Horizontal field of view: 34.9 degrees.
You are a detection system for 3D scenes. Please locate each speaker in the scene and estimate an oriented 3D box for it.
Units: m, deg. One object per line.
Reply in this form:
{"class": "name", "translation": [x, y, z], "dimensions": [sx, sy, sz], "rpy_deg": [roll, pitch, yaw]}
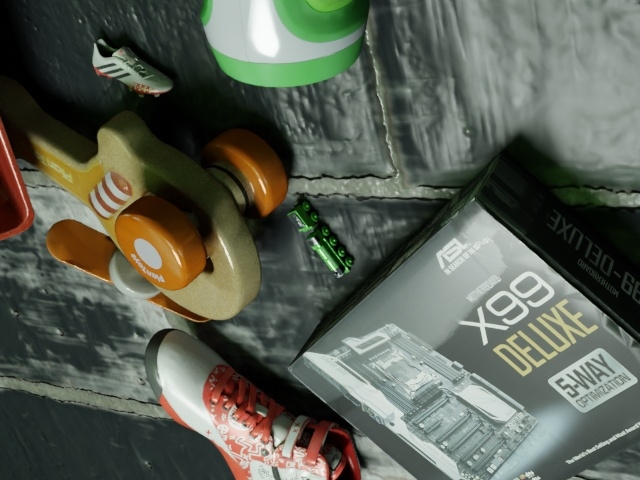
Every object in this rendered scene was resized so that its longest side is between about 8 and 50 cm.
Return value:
{"class": "speaker", "translation": [-0.032, -0.257, 0.673], "dimensions": [0.131, 0.131, 0.296], "rpy_deg": [13, 130, 22]}

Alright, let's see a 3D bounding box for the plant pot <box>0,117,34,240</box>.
{"class": "plant pot", "translation": [-0.454, -0.125, 0.931], "dimensions": [0.236, 0.267, 0.267], "rpy_deg": [44, 150, 48]}

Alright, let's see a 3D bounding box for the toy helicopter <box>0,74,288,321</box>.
{"class": "toy helicopter", "translation": [-0.201, -0.042, 0.978], "dimensions": [0.355, 0.140, 0.235], "rpy_deg": [33, 145, 19]}

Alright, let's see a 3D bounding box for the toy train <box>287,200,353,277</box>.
{"class": "toy train", "translation": [0.000, 0.000, 0.934], "dimensions": [0.017, 0.023, 0.083], "rpy_deg": [-25, 109, 42]}

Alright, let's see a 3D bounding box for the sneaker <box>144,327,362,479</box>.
{"class": "sneaker", "translation": [-0.060, 0.188, 1.078], "dimensions": [0.145, 0.090, 0.270], "rpy_deg": [-13, 121, 37]}

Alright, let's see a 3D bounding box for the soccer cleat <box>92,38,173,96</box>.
{"class": "soccer cleat", "translation": [-0.169, -0.154, 0.909], "dimensions": [0.083, 0.029, 0.035], "rpy_deg": [24, 138, 19]}

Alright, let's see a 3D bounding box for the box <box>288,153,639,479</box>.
{"class": "box", "translation": [0.146, 0.103, 0.890], "dimensions": [0.242, 0.076, 0.307], "rpy_deg": [41, 135, -4]}
